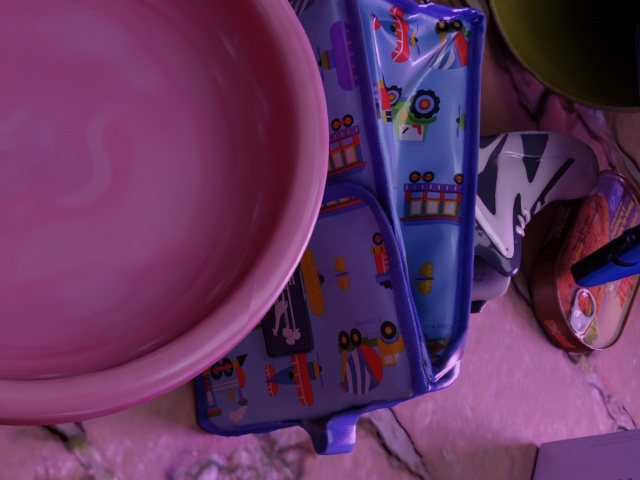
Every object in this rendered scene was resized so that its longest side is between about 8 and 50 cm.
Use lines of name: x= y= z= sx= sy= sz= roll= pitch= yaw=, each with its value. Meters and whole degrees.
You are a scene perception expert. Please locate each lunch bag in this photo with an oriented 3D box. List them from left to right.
lunch bag: x=0.000 y=0.000 z=1.130 sx=0.138 sy=0.221 sz=0.293 roll=8 pitch=72 yaw=-44

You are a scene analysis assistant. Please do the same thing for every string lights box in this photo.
string lights box: x=0.309 y=0.260 z=1.433 sx=0.259 sy=0.133 sz=0.077 roll=40 pitch=53 yaw=-31

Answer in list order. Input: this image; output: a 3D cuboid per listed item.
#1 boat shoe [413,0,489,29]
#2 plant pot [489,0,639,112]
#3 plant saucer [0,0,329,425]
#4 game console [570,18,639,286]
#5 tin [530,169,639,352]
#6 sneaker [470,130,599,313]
boat shoe: x=0.028 y=-0.214 z=1.303 sx=0.307 sy=0.110 sz=0.104 roll=36 pitch=53 yaw=-33
plant pot: x=0.338 y=-0.251 z=1.550 sx=0.293 sy=0.275 sz=0.275 roll=-4 pitch=81 yaw=-60
plant saucer: x=-0.164 y=-0.055 z=0.928 sx=0.332 sy=0.084 sz=0.332 roll=4 pitch=69 yaw=-11
game console: x=0.356 y=-0.100 z=1.413 sx=0.293 sy=0.250 sz=0.173 roll=-15 pitch=79 yaw=-23
tin: x=0.248 y=0.019 z=1.515 sx=0.106 sy=0.040 sz=0.190 roll=46 pitch=50 yaw=-21
sneaker: x=0.144 y=-0.012 z=1.376 sx=0.235 sy=0.094 sz=0.153 roll=8 pitch=74 yaw=-44
